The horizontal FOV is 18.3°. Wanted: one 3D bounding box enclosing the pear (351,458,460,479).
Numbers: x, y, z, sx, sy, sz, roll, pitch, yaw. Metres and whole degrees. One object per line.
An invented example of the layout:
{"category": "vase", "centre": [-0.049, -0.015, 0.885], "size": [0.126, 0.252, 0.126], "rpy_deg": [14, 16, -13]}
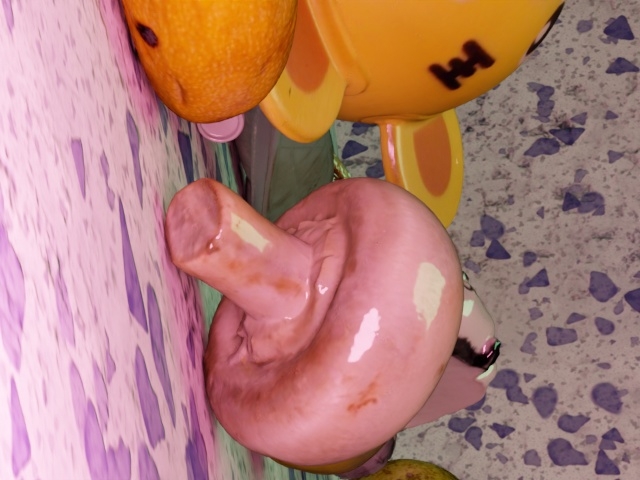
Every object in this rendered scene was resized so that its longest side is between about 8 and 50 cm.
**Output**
{"category": "pear", "centre": [0.113, 0.361, 2.401], "size": [0.197, 0.197, 0.197], "rpy_deg": [-9, 90, -87]}

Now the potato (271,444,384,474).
{"category": "potato", "centre": [0.002, 0.109, 1.651], "size": [0.154, 0.137, 0.200], "rpy_deg": [47, 15, -17]}

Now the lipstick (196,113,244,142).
{"category": "lipstick", "centre": [-0.082, -0.126, 1.643], "size": [0.141, 0.040, 0.040], "rpy_deg": [-94, 174, -63]}

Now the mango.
{"category": "mango", "centre": [-0.070, -0.179, 1.266], "size": [0.295, 0.120, 0.177], "rpy_deg": [76, 6, -60]}

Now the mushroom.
{"category": "mushroom", "centre": [-0.017, 0.038, 1.328], "size": [0.215, 0.207, 0.207], "rpy_deg": [35, 31, -32]}

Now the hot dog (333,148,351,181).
{"category": "hot dog", "centre": [0.015, -0.008, 2.061], "size": [0.252, 0.069, 0.131], "rpy_deg": [54, 51, -26]}

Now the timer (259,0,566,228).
{"category": "timer", "centre": [0.048, -0.221, 1.587], "size": [0.376, 0.376, 0.387], "rpy_deg": [73, 19, -69]}

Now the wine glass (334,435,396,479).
{"category": "wine glass", "centre": [0.027, 0.158, 2.095], "size": [0.204, 0.111, 0.111], "rpy_deg": [-94, 174, -59]}

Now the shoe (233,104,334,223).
{"category": "shoe", "centre": [-0.047, -0.114, 1.883], "size": [0.100, 0.103, 0.251], "rpy_deg": [33, -42, 29]}

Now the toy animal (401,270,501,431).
{"category": "toy animal", "centre": [0.061, 0.074, 1.923], "size": [0.208, 0.204, 0.156], "rpy_deg": [30, 40, -44]}
